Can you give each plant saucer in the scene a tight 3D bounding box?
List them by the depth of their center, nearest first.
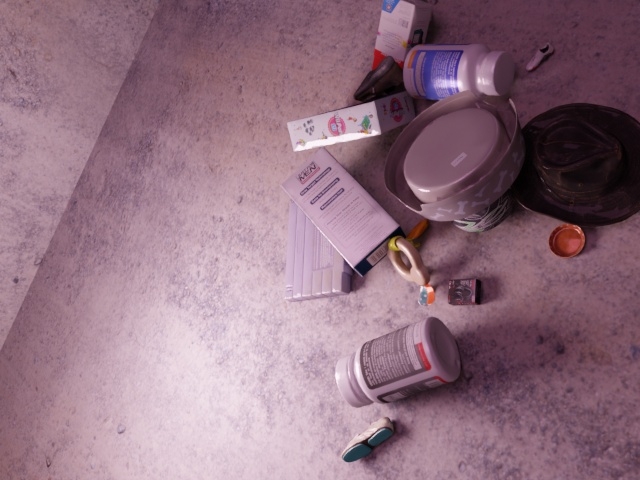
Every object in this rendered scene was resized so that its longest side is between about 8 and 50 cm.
[{"bbox_3d":[0.572,0.002,1.467,0.083,0.013,0.084,-14,66,34],"label":"plant saucer"}]

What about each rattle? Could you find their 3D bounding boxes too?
[{"bbox_3d":[0.278,0.061,1.675,0.200,0.142,0.130,49,139,24],"label":"rattle"}]

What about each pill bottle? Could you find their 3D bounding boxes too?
[{"bbox_3d":[0.187,0.310,1.570,0.283,0.161,0.161,-27,59,29],"label":"pill bottle"},{"bbox_3d":[0.372,-0.452,1.703,0.272,0.152,0.152,16,85,41],"label":"pill bottle"}]

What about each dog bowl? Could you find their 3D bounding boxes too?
[{"bbox_3d":[0.321,-0.196,1.496,0.348,0.102,0.349,-28,40,26],"label":"dog bowl"}]

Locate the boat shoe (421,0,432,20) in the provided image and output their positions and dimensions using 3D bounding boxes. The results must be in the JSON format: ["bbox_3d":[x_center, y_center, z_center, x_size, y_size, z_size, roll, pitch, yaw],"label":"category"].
[{"bbox_3d":[0.275,-0.723,1.938,0.081,0.079,0.228,-40,47,30],"label":"boat shoe"}]

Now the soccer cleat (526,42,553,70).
[{"bbox_3d":[0.563,-0.474,1.632,0.083,0.035,0.029,-39,54,22],"label":"soccer cleat"}]

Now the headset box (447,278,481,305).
[{"bbox_3d":[0.363,0.129,1.578,0.083,0.032,0.062,-5,71,39],"label":"headset box"}]

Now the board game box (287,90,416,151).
[{"bbox_3d":[0.092,-0.344,1.837,0.303,0.224,0.098,-5,105,37],"label":"board game box"}]

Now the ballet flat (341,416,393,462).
[{"bbox_3d":[0.122,0.513,1.632,0.168,0.057,0.052,-38,26,18],"label":"ballet flat"}]

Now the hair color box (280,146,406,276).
[{"bbox_3d":[0.062,-0.084,1.786,0.174,0.105,0.347,-42,64,1],"label":"hair color box"}]

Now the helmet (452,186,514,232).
[{"bbox_3d":[0.389,-0.101,1.557,0.169,0.169,0.162,-47,37,16],"label":"helmet"}]

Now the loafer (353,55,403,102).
[{"bbox_3d":[0.174,-0.456,1.870,0.094,0.087,0.251,-57,11,-12],"label":"loafer"}]

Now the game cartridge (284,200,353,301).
[{"bbox_3d":[0.000,0.000,1.906,0.230,0.068,0.355,-9,68,33],"label":"game cartridge"}]

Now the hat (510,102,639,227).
[{"bbox_3d":[0.578,-0.195,1.402,0.331,0.134,0.332,-8,68,19],"label":"hat"}]

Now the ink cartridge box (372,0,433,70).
[{"bbox_3d":[0.238,-0.596,1.876,0.134,0.078,0.231,41,133,41],"label":"ink cartridge box"}]
